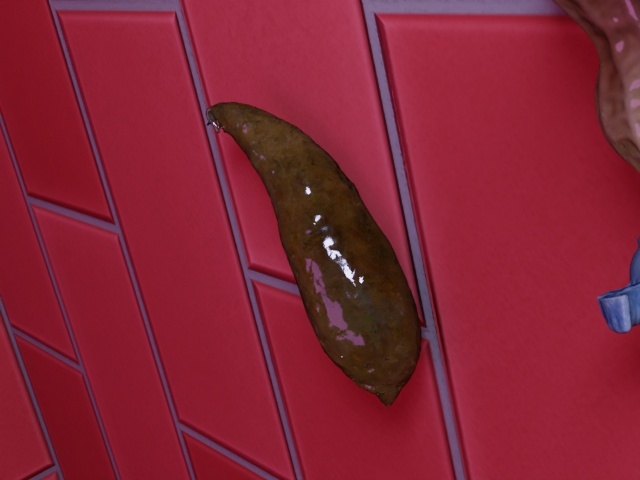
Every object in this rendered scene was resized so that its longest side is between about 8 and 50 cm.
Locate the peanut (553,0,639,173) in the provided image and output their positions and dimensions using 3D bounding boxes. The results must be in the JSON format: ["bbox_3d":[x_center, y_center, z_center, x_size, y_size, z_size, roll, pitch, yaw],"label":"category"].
[{"bbox_3d":[0.253,-0.150,0.846,0.136,0.120,0.298,-30,86,31],"label":"peanut"}]

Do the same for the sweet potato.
[{"bbox_3d":[0.003,-0.005,1.321,0.422,0.131,0.130,61,149,8],"label":"sweet potato"}]

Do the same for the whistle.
[{"bbox_3d":[0.300,0.027,0.871,0.269,0.180,0.093,20,-126,-87],"label":"whistle"}]
